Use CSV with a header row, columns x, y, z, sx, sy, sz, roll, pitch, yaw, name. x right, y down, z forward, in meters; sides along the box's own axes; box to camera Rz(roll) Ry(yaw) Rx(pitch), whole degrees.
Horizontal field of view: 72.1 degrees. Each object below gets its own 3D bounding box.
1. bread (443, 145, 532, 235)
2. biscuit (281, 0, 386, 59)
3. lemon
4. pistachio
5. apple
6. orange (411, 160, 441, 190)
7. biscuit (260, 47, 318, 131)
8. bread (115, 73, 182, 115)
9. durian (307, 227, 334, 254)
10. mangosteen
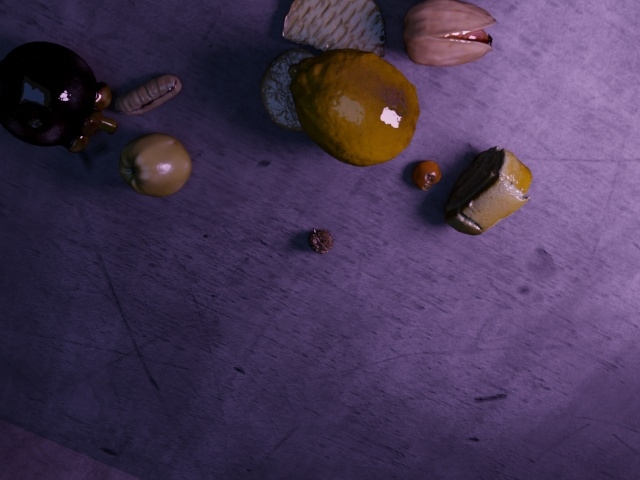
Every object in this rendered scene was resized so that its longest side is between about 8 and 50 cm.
x,y,z,sx,sy,sz,roll,pitch,yaw,name
0.441,-0.121,1.192,0.124,0.186,0.257,31,122,-12,bread
0.052,-0.553,1.116,0.273,0.036,0.187,24,115,-4,biscuit
0.084,-0.326,1.087,0.316,0.285,0.286,17,116,9,lemon
0.307,-0.495,1.053,0.229,0.157,0.157,-2,115,-6,pistachio
-0.470,-0.216,1.254,0.199,0.200,0.200,2,115,5,apple
0.299,-0.184,1.244,0.086,0.062,0.086,3,112,7,orange
-0.059,-0.405,1.199,0.219,0.033,0.220,1,113,3,biscuit
-0.489,-0.403,1.237,0.214,0.053,0.073,-19,115,14,bread
0.000,0.000,1.356,0.080,0.080,0.091,-19,108,14,durian
-0.701,-0.372,1.187,0.302,0.275,0.275,24,120,-43,mangosteen
